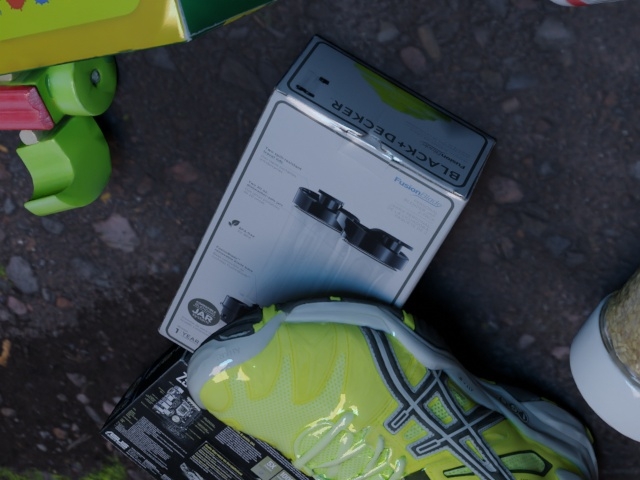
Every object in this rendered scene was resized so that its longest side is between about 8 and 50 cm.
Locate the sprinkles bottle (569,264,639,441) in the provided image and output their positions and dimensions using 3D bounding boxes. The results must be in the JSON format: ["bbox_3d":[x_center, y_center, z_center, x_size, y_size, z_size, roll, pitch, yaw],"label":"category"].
[{"bbox_3d":[0.310,-0.001,1.195,0.121,0.121,0.355,32,131,0],"label":"sprinkles bottle"}]

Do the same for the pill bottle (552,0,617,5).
[{"bbox_3d":[0.266,-0.234,1.017,0.283,0.161,0.161,-4,122,27],"label":"pill bottle"}]

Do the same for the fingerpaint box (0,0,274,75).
[{"bbox_3d":[-0.243,-0.333,1.104,0.371,0.163,0.445,-6,106,33],"label":"fingerpaint box"}]

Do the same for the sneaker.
[{"bbox_3d":[0.073,0.164,1.330,0.384,0.147,0.145,23,132,-24],"label":"sneaker"}]

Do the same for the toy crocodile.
[{"bbox_3d":[-0.248,-0.178,1.335,0.115,0.105,0.341,1,124,24],"label":"toy crocodile"}]

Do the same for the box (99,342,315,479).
[{"bbox_3d":[-0.081,0.173,1.535,0.180,0.077,0.147,41,131,-8],"label":"box"}]

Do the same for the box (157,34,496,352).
[{"bbox_3d":[0.000,0.000,1.363,0.169,0.087,0.290,30,132,2],"label":"box"}]
